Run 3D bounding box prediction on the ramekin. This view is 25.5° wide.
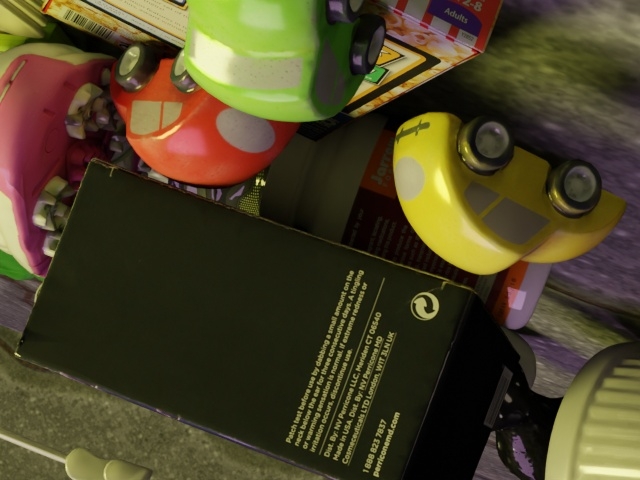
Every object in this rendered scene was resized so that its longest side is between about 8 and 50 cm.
[{"bbox_3d":[0.257,0.173,0.975,0.109,0.207,0.207,-4,154,43],"label":"ramekin"}]

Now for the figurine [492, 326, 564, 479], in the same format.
[{"bbox_3d":[0.113,0.096,1.050,0.209,0.092,0.215,41,-179,-41],"label":"figurine"}]

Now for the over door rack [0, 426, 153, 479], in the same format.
[{"bbox_3d":[-0.226,0.010,0.945,0.324,0.239,0.108,23,166,-6],"label":"over door rack"}]

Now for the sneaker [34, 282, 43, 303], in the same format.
[{"bbox_3d":[-0.223,0.075,1.644,0.217,0.079,0.121,14,166,-8],"label":"sneaker"}]

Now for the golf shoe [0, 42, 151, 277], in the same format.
[{"bbox_3d":[-0.167,-0.052,0.754,0.140,0.115,0.306,23,175,-1],"label":"golf shoe"}]

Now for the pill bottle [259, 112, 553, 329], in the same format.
[{"bbox_3d":[0.049,-0.016,0.746,0.152,0.086,0.086,19,168,4],"label":"pill bottle"}]

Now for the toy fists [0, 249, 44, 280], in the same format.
[{"bbox_3d":[-0.256,-0.015,1.243,0.279,0.096,0.142,13,156,36],"label":"toy fists"}]

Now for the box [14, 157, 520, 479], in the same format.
[{"bbox_3d":[-0.010,0.058,0.720,0.184,0.103,0.261,21,175,15],"label":"box"}]

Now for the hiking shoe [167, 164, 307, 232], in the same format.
[{"bbox_3d":[0.000,0.000,0.897,0.114,0.086,0.227,16,167,35],"label":"hiking shoe"}]

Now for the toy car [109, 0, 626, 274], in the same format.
[{"bbox_3d":[-0.007,-0.051,0.538,0.239,0.053,0.225,17,167,17],"label":"toy car"}]

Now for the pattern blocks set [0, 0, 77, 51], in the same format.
[{"bbox_3d":[-0.247,-0.157,0.759,0.285,0.026,0.325,30,164,-38],"label":"pattern blocks set"}]

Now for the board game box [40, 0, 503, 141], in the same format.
[{"bbox_3d":[-0.028,-0.104,0.584,0.147,0.045,0.193,24,167,-15],"label":"board game box"}]
